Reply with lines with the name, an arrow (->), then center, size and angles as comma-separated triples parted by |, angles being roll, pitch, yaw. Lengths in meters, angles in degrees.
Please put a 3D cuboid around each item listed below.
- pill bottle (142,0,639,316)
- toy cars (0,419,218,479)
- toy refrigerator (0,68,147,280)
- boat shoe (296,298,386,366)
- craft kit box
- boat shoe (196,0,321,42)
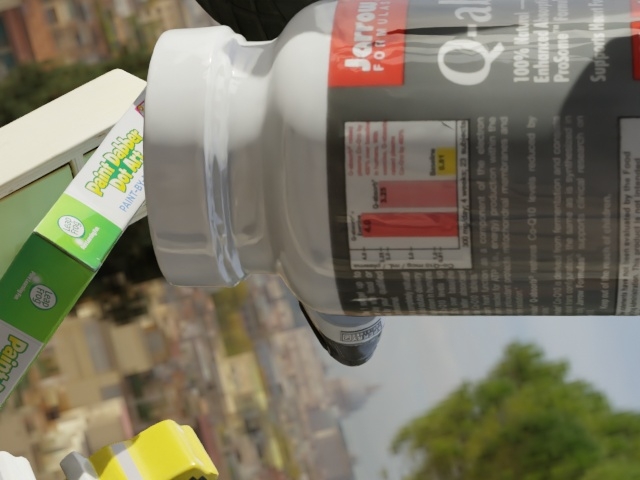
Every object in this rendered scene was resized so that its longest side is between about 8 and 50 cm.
pill bottle -> 0.080, -0.055, 1.098 | 0.210, 0.363, 0.210 | -1, 90, -83
toy cars -> -0.276, 0.249, 1.557 | 0.087, 0.393, 0.176 | 49, 41, -36
toy refrigerator -> -0.246, -0.037, 1.461 | 0.094, 0.269, 0.102 | 28, -41, 43
boat shoe -> 0.000, 0.000, 1.332 | 0.076, 0.080, 0.228 | 89, -19, -52
craft kit box -> -0.198, 0.026, 1.254 | 0.250, 0.061, 0.246 | -51, -170, 33
boat shoe -> 0.009, -0.199, 1.287 | 0.324, 0.120, 0.122 | 39, -37, 7
